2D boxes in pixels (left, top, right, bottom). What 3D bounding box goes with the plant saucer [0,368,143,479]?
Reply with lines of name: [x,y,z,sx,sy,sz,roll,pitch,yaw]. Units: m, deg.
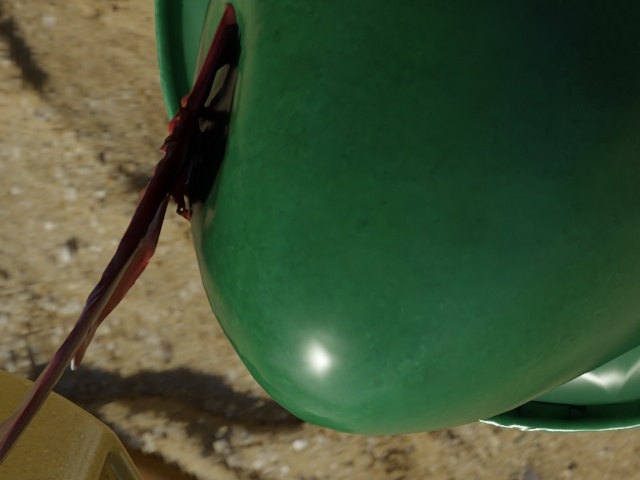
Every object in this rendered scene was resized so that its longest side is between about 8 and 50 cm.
plant saucer: [-0.097,0.247,0.844,0.081,0.333,0.333,-22,110,13]

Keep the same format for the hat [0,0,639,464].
hat: [0.000,0.000,0.317,0.173,0.183,0.209,19,118,20]
